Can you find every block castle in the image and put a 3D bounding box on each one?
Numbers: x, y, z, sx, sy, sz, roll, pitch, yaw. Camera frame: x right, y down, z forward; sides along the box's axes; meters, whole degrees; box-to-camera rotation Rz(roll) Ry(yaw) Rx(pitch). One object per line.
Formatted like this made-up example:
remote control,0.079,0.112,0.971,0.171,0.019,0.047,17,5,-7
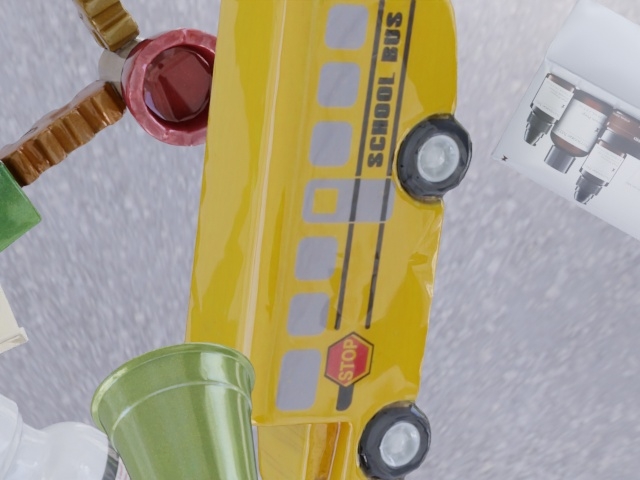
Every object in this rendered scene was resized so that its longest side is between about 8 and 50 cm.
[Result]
block castle,-0.311,-0.089,1.325,0.453,0.213,0.303,-38,111,-10

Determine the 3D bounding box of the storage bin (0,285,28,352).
storage bin,-0.429,0.022,1.679,0.260,0.123,0.262,-24,90,31

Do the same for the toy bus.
toy bus,0.000,0.000,1.132,0.130,0.108,0.332,-2,108,-29

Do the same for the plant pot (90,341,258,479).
plant pot,-0.062,0.105,0.917,0.083,0.083,0.079,-16,53,-6

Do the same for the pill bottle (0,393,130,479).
pill bottle,-0.187,0.281,1.602,0.363,0.210,0.210,35,78,-18

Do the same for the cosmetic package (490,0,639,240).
cosmetic package,0.220,-0.030,1.040,0.239,0.099,0.060,29,57,4
